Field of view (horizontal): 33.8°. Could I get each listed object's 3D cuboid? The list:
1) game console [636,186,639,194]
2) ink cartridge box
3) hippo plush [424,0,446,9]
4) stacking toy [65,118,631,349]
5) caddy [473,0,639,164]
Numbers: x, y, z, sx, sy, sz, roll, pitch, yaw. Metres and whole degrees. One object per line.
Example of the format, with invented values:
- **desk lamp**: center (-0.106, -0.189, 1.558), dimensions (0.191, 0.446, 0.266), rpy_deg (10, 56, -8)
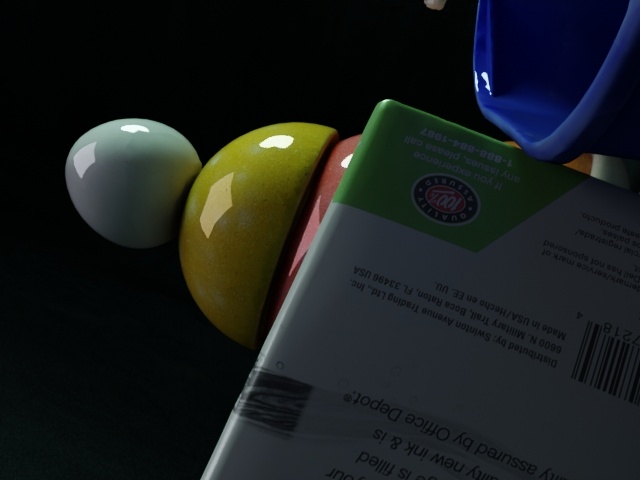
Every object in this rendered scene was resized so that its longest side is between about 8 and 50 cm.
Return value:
- **game console**: center (0.150, 0.077, 0.658), dimensions (0.361, 0.044, 0.213), rpy_deg (-57, -1, -16)
- **ink cartridge box**: center (0.063, 0.102, 0.463), dimensions (0.115, 0.198, 0.273), rpy_deg (100, -166, -63)
- **hippo plush**: center (0.209, -0.320, 0.962), dimensions (0.294, 0.236, 0.234), rpy_deg (66, -146, -57)
- **stacking toy**: center (0.000, 0.000, 0.940), dimensions (0.350, 0.479, 0.351), rpy_deg (23, -90, -85)
- **caddy**: center (0.146, -0.155, 0.462), dimensions (0.341, 0.179, 0.241), rpy_deg (-92, 13, -76)
